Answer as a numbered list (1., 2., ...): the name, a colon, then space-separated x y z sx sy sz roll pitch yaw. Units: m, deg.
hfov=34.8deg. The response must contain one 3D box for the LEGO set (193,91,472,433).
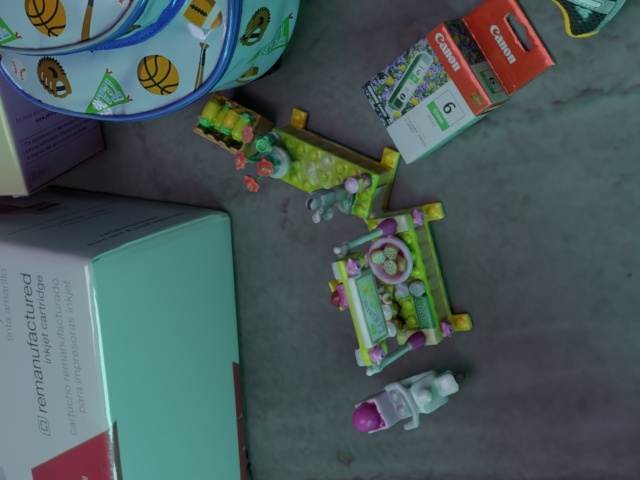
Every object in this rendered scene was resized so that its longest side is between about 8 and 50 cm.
1. LEGO set: 0.000 0.000 0.705 0.132 0.107 0.287 -38 82 38

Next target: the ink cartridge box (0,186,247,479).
1. ink cartridge box: -0.266 0.104 0.897 0.385 0.160 0.279 8 109 34

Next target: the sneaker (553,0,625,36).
1. sneaker: 0.090 -0.189 0.597 0.215 0.084 0.083 31 125 23

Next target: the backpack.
1. backpack: -0.134 -0.213 0.681 0.277 0.213 0.263 4 118 32

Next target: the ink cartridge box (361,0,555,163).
1. ink cartridge box: 0.086 -0.105 0.657 0.115 0.029 0.063 -35 83 38

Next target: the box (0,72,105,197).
1. box: -0.320 -0.165 0.833 0.214 0.117 0.243 -1 113 24
